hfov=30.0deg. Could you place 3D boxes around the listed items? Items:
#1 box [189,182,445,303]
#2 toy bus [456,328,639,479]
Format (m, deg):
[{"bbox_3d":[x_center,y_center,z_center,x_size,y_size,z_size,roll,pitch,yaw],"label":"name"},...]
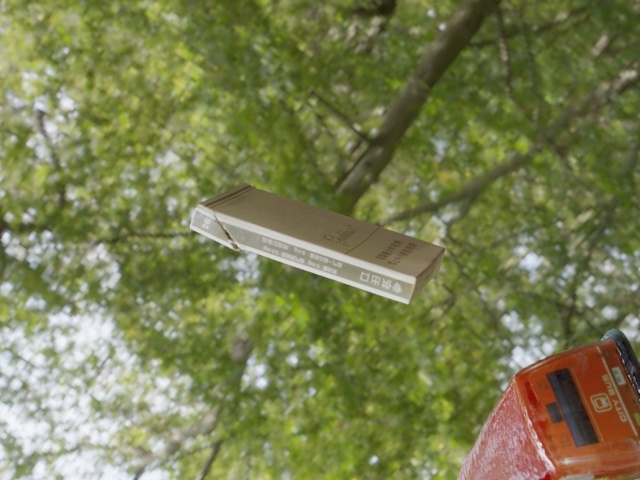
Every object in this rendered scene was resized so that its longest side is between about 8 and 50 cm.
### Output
[{"bbox_3d":[0.000,0.000,1.021,0.198,0.029,0.109,18,-162,14],"label":"box"},{"bbox_3d":[0.190,0.188,0.988,0.120,0.265,0.121,-11,-120,-14],"label":"toy bus"}]
